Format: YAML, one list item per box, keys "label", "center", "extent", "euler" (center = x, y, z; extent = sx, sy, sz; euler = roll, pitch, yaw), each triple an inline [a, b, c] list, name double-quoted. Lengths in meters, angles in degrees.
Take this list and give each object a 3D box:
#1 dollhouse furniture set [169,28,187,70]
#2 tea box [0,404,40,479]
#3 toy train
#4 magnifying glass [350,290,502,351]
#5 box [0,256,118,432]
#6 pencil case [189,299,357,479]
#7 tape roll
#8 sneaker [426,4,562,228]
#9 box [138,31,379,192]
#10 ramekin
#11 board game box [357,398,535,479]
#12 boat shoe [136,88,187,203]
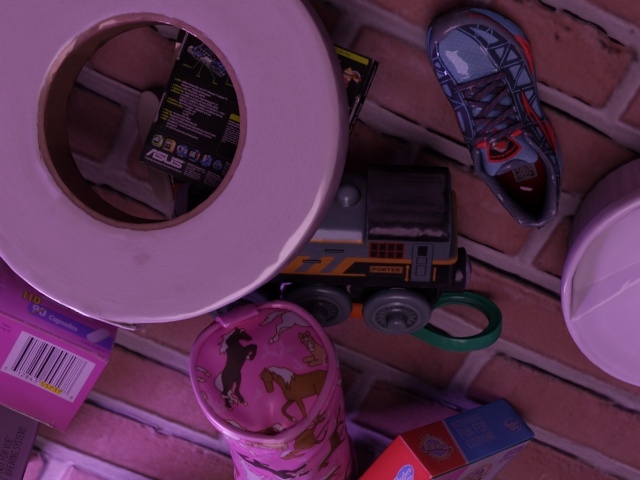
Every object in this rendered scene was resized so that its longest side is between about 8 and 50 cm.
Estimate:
- label: "dollhouse furniture set"
  center: [-0.082, -0.170, 1.468]
  extent: [0.144, 0.123, 0.151]
  euler: [14, 122, -7]
- label: "tea box"
  center: [-0.505, 0.257, 1.640]
  extent: [0.323, 0.329, 0.220]
  euler: [18, 122, -8]
- label: "toy train"
  center: [0.000, 0.000, 1.545]
  extent: [0.334, 0.142, 0.190]
  euler: [3, 142, 2]
- label: "magnifying glass"
  center: [0.096, 0.085, 1.660]
  extent: [0.231, 0.092, 0.026]
  euler: [8, 128, 9]
- label: "box"
  center: [-0.328, 0.053, 1.552]
  extent: [0.213, 0.243, 0.117]
  euler: [27, 120, -14]
- label: "pencil case"
  center: [-0.043, 0.202, 1.594]
  extent: [0.167, 0.160, 0.386]
  euler: [24, 160, 14]
- label: "tape roll"
  center: [-0.166, -0.112, 1.385]
  extent: [0.392, 0.072, 0.392]
  euler: [1, 95, 9]
- label: "sneaker"
  center: [0.194, -0.124, 1.487]
  extent: [0.104, 0.125, 0.262]
  euler: [-24, 119, 16]
- label: "box"
  center: [-0.063, -0.129, 1.426]
  extent: [0.190, 0.045, 0.184]
  euler: [22, 93, 7]
- label: "ramekin"
  center: [0.394, 0.023, 1.575]
  extent: [0.273, 0.127, 0.273]
  euler: [1, 124, 1]
- label: "board game box"
  center: [0.091, 0.335, 1.737]
  extent: [0.064, 0.242, 0.316]
  euler: [50, 120, 22]
- label: "boat shoe"
  center: [-0.167, -0.106, 1.563]
  extent: [0.043, 0.049, 0.137]
  euler: [-28, 126, -31]
